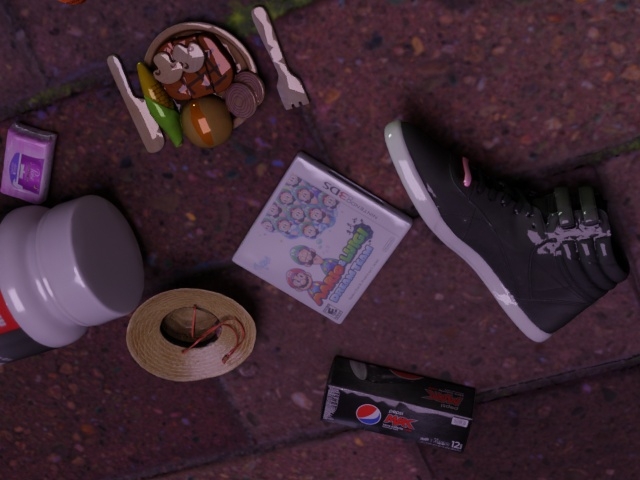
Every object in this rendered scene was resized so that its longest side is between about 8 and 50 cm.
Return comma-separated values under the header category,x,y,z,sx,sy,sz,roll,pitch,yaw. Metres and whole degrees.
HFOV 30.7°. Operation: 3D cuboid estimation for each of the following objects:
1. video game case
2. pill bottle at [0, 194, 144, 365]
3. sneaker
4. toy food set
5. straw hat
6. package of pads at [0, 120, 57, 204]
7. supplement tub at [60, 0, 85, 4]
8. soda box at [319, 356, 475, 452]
category,x,y,z,sx,sy,sz,roll,pitch,yaw
video game case,0.000,0.000,1.265,0.143,0.019,0.157,31,121,-5
pill bottle,-0.351,0.055,1.288,0.283,0.161,0.161,-18,114,21
sneaker,0.195,-0.037,1.159,0.147,0.104,0.296,-33,113,24
toy food set,-0.122,-0.158,1.192,0.192,0.038,0.132,-16,114,20
straw hat,-0.147,0.091,1.323,0.144,0.061,0.144,-4,126,-5
package of pads,-0.320,-0.085,1.279,0.050,0.032,0.083,18,121,3
supplement tub,-0.198,-0.315,1.076,0.117,0.117,0.190,43,118,-12
soda box,0.088,0.186,1.326,0.169,0.060,0.053,13,122,4
